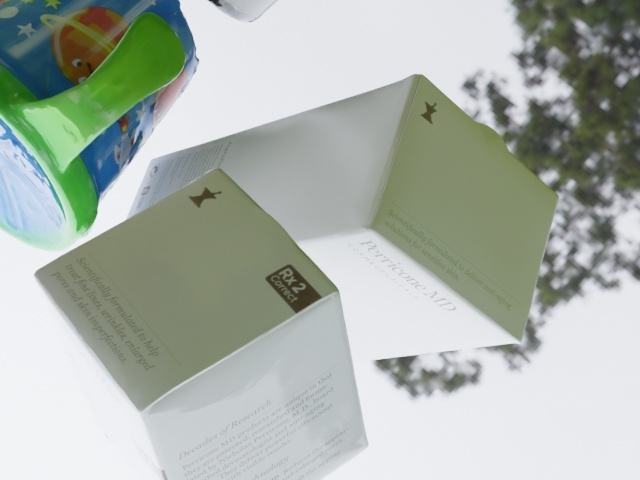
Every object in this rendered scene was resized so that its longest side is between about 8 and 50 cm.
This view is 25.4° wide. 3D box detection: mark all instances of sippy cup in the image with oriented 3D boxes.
[{"bbox_3d":[-0.240,-0.147,1.306,0.305,0.240,0.224,27,-121,26],"label":"sippy cup"}]

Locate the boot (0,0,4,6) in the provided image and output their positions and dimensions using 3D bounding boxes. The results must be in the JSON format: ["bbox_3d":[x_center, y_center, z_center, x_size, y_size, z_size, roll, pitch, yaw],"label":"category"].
[{"bbox_3d":[-0.252,-0.178,0.896,0.096,0.280,0.264,-1,-128,-32],"label":"boot"}]

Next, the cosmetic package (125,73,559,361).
[{"bbox_3d":[0.000,0.000,1.247,0.197,0.365,0.155,36,-119,-31],"label":"cosmetic package"}]

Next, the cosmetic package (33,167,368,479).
[{"bbox_3d":[-0.076,0.084,0.966,0.151,0.184,0.151,-32,-130,-18],"label":"cosmetic package"}]

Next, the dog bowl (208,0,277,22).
[{"bbox_3d":[-0.084,-0.411,1.268,0.408,0.150,0.408,58,-162,-31],"label":"dog bowl"}]
